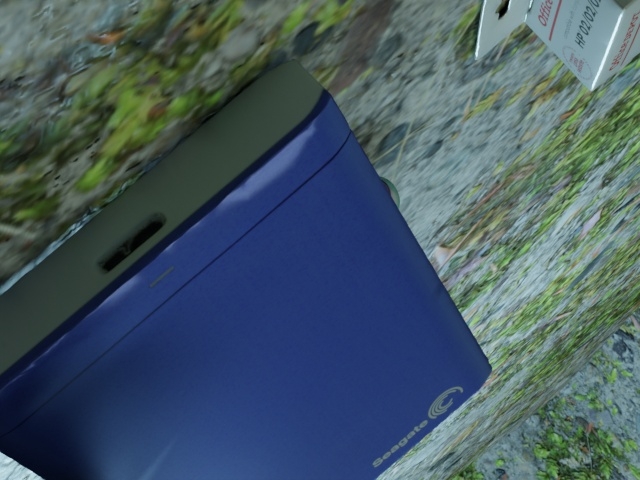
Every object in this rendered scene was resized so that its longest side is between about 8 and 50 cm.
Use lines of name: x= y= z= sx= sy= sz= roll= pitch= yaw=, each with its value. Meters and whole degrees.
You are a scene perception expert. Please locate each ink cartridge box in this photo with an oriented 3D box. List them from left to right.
ink cartridge box: x=0.172 y=-0.150 z=0.776 sx=0.181 sy=0.061 sz=0.104 roll=-38 pitch=165 yaw=-10

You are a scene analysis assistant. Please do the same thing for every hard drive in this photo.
hard drive: x=-0.033 y=0.067 z=0.745 sx=0.210 sy=0.040 sz=0.319 roll=-40 pitch=148 yaw=-3

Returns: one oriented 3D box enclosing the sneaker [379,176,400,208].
sneaker: x=0.000 y=0.000 z=0.836 sx=0.098 sy=0.038 sz=0.069 roll=-54 pitch=162 yaw=10
